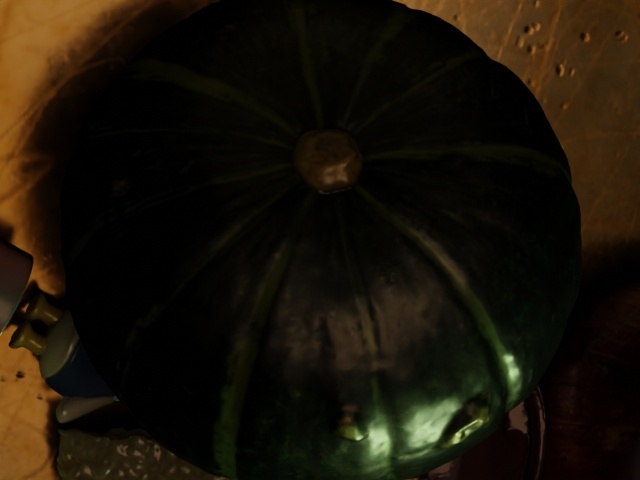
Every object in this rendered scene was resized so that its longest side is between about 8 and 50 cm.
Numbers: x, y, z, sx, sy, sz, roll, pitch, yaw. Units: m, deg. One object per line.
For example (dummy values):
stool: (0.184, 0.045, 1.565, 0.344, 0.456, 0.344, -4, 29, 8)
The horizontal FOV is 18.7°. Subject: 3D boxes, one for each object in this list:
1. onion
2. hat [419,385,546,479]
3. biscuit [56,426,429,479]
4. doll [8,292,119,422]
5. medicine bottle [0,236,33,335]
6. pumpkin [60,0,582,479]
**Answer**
onion: (0.286, 0.155, 1.355, 0.272, 0.195, 0.272, -2, 97, -21)
hat: (0.055, 0.142, 1.319, 0.205, 0.089, 0.205, 2, 100, 9)
biscuit: (-0.056, 0.198, 1.286, 0.250, 0.032, 0.133, 7, 100, 7)
doll: (-0.138, 0.086, 1.304, 0.143, 0.057, 0.099, 29, 71, -19)
medicine bottle: (-0.280, 0.000, 1.217, 0.188, 0.119, 0.094, 29, 92, -17)
pumpkin: (0.000, 0.000, 1.197, 0.323, 0.241, 0.323, -2, 68, 5)
